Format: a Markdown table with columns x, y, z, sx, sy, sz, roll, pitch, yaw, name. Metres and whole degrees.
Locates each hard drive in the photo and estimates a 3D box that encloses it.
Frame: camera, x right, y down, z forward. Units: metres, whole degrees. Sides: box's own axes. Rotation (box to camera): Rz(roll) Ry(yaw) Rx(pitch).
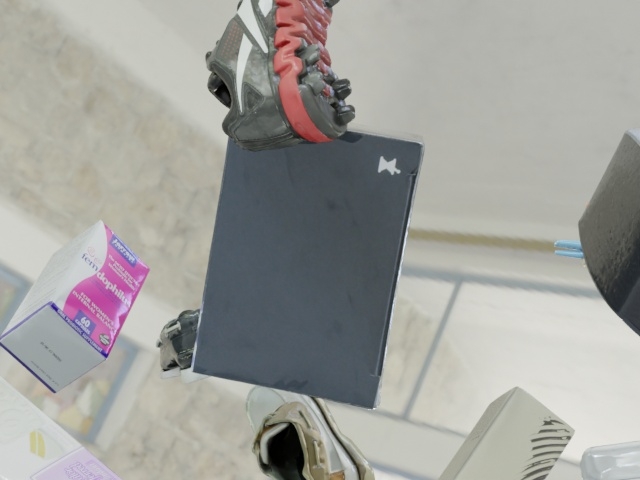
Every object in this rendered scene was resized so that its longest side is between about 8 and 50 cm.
| x | y | z | sx | sy | sz | roll | pitch | yaw | name |
| --- | --- | --- | --- | --- | --- | --- | --- | --- | --- |
| 0.344 | -0.019 | 1.187 | 0.054 | 0.172 | 0.255 | 19 | 25 | -7 | hard drive |

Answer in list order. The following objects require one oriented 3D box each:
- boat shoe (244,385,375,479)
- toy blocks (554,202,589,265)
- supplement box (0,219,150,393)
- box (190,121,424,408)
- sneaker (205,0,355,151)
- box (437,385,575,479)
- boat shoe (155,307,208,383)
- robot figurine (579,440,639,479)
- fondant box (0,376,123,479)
| x | y | z | sx | sy | sz | roll | pitch | yaw | name |
| --- | --- | --- | --- | --- | --- | --- | --- | --- | --- |
| -0.041 | 0.283 | 1.581 | 0.103 | 0.113 | 0.302 | 12 | 11 | -34 | boat shoe |
| 0.434 | -0.014 | 1.694 | 0.148 | 0.123 | 0.054 | 6 | -32 | 2 | toy blocks |
| -0.341 | 0.089 | 1.556 | 0.114 | 0.220 | 0.111 | -33 | -68 | 25 | supplement box |
| 0.000 | 0.000 | 1.347 | 0.211 | 0.294 | 0.395 | 11 | 7 | 3 | box |
| -0.050 | -0.197 | 1.066 | 0.135 | 0.276 | 0.097 | -21 | -36 | 23 | sneaker |
| 0.185 | 0.315 | 1.329 | 0.094 | 0.275 | 0.113 | 37 | -22 | 4 | box |
| -0.170 | 0.139 | 1.521 | 0.114 | 0.091 | 0.302 | -16 | -2 | -19 | boat shoe |
| 0.506 | 0.508 | 1.777 | 0.199 | 0.354 | 0.300 | -10 | -19 | 11 | robot figurine |
| -0.318 | 0.331 | 1.153 | 0.238 | 0.096 | 0.330 | 33 | -52 | 24 | fondant box |
